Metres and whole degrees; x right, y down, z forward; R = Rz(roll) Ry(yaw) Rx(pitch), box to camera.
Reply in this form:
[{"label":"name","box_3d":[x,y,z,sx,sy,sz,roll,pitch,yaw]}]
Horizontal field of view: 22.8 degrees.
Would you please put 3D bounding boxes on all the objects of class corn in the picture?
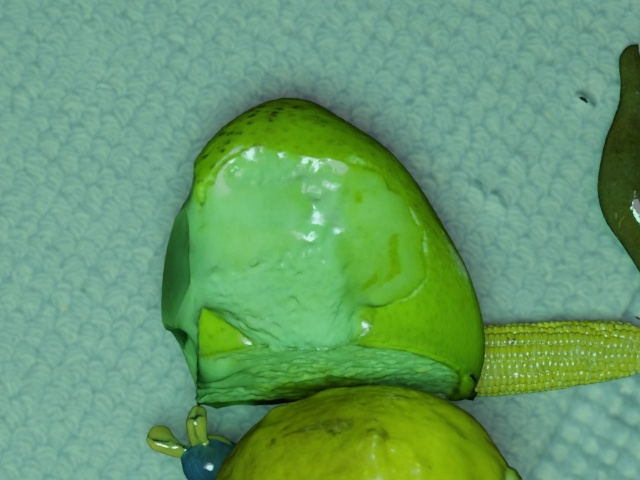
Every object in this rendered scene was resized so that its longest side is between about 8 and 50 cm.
[{"label":"corn","box_3d":[0.203,0.109,1.486,0.206,0.067,0.067,-4,85,-5]}]

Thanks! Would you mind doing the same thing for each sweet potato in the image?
[{"label":"sweet potato","box_3d":[0.295,-0.066,1.510,0.069,0.059,0.250,-3,81,-22]}]

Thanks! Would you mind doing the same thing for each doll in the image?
[{"label":"doll","box_3d":[-0.072,0.211,1.447,0.102,0.089,0.179,-29,118,26]}]

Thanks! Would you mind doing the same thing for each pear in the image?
[{"label":"pear","box_3d":[0.000,0.000,1.405,0.286,0.176,0.282,-1,64,-2]}]

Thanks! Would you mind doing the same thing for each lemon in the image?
[{"label":"lemon","box_3d":[0.030,0.236,1.319,0.288,0.233,0.234,-15,86,10]}]
